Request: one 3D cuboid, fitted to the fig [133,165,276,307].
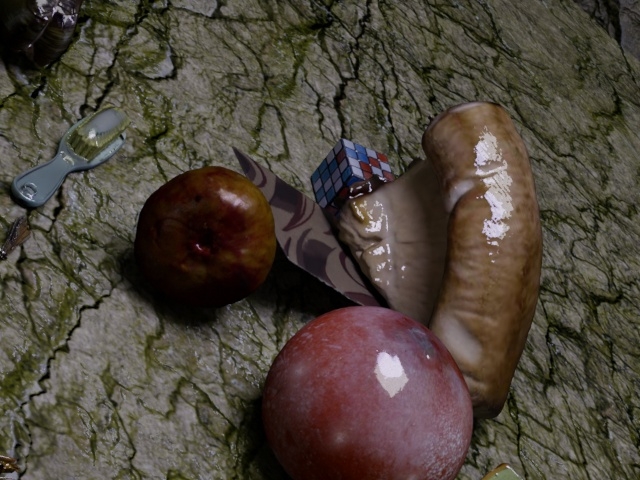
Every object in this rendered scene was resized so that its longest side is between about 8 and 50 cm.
[{"bbox_3d":[-0.116,0.000,1.951,0.191,0.190,0.290,53,19,21],"label":"fig"}]

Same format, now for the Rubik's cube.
[{"bbox_3d":[0.052,-0.087,2.309,0.092,0.092,0.092,19,36,-29],"label":"Rubik's cube"}]

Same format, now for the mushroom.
[{"bbox_3d":[0.229,0.041,2.122,0.224,0.313,0.397,18,40,-51],"label":"mushroom"}]

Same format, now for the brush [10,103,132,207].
[{"bbox_3d":[-0.324,-0.125,1.985,0.068,0.060,0.297,40,30,-3],"label":"brush"}]

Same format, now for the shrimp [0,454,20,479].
[{"bbox_3d":[-0.388,0.211,1.511,0.162,0.045,0.095,15,18,-27],"label":"shrimp"}]

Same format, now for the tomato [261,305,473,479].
[{"bbox_3d":[0.062,0.202,1.812,0.270,0.227,0.270,28,30,-18],"label":"tomato"}]

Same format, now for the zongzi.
[{"bbox_3d":[-0.363,-0.364,2.185,0.317,0.154,0.289,12,47,-46],"label":"zongzi"}]

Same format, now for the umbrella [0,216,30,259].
[{"bbox_3d":[-0.376,-0.003,1.812,0.083,0.020,0.031,-76,150,-57],"label":"umbrella"}]

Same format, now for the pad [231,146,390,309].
[{"bbox_3d":[0.000,0.000,2.114,0.330,0.004,0.220,33,24,-53],"label":"pad"}]

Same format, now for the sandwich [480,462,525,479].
[{"bbox_3d":[0.234,0.383,1.969,0.117,0.144,0.187,47,-4,13],"label":"sandwich"}]
